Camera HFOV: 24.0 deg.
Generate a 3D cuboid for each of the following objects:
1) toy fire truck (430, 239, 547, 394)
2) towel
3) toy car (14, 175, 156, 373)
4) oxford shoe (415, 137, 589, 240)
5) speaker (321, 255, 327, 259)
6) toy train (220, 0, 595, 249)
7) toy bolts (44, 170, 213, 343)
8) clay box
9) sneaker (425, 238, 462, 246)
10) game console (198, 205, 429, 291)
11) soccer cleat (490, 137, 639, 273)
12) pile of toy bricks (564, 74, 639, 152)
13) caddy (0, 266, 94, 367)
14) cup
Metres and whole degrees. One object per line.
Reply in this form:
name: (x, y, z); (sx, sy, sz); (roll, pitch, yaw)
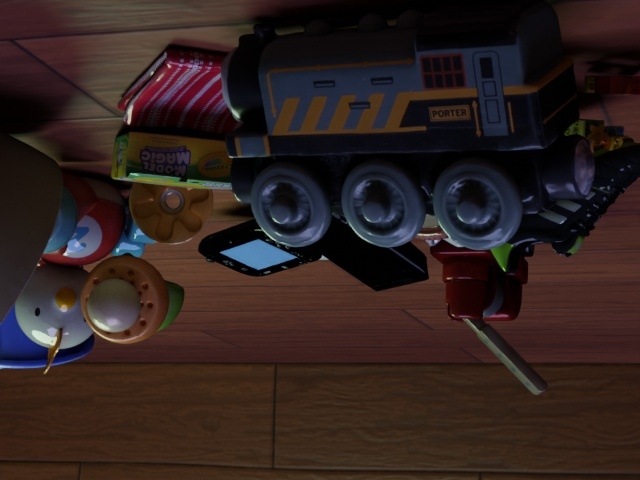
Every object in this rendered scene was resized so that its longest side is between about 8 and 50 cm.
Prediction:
toy fire truck: (0.215, 0.072, 1.887); (0.158, 0.246, 0.217); (-1, 168, 17)
towel: (-0.046, -0.132, 1.495); (0.274, 0.031, 0.199); (7, 167, -21)
toy car: (-0.325, 0.049, 1.906); (0.219, 0.238, 0.210); (6, 168, -18)
oxford shoe: (0.144, -0.088, 1.550); (0.130, 0.123, 0.348); (39, 152, -26)
speaker: (0.000, 0.000, 2.054); (0.136, 0.055, 0.055); (0, 168, 13)
toy train: (0.065, -0.099, 1.263); (0.333, 0.190, 0.142); (1, -161, 30)
toy bolts: (-0.251, -0.014, 1.720); (0.228, 0.218, 0.158); (29, -173, 5)
clay box: (-0.148, -0.083, 1.587); (0.127, 0.053, 0.222); (5, 180, -13)
sneaker: (0.173, -0.035, 1.717); (0.080, 0.094, 0.212); (-28, -171, -26)
game console: (-0.027, 0.007, 1.926); (0.213, 0.044, 0.361); (34, 155, -22)
soccer cleat: (0.227, -0.030, 1.327); (0.179, 0.072, 0.060); (-28, 160, 23)
pile of toy bricks: (0.201, -0.102, 1.337); (0.212, 0.118, 0.105); (0, -173, -9)
caddy: (-0.484, 0.095, 2.102); (0.341, 0.179, 0.241); (7, -166, 2)
cup: (-0.464, -0.016, 1.557); (0.237, 0.331, 0.331); (38, 150, -30)
